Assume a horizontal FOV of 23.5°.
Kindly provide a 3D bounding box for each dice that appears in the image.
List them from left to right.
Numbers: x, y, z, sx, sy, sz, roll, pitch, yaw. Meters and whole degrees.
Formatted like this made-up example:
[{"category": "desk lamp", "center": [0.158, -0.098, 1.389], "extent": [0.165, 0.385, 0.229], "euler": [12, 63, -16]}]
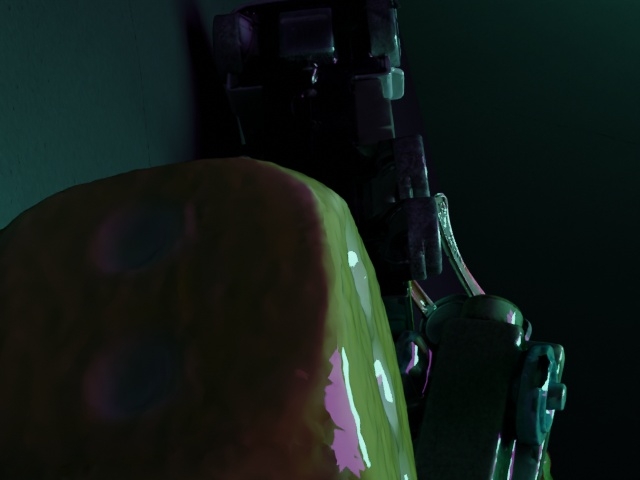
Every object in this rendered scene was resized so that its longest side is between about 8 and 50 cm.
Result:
[{"category": "dice", "center": [-0.053, 0.079, 0.666], "extent": [0.166, 0.169, 0.169], "euler": [66, 15, -49]}]

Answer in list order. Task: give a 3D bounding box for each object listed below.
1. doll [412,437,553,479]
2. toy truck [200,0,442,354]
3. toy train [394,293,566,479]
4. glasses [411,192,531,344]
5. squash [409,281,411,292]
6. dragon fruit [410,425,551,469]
[{"category": "doll", "center": [0.147, 0.322, 1.568], "extent": [0.198, 0.186, 0.322], "euler": [32, 57, -34]}, {"category": "toy truck", "center": [-0.003, -0.031, 1.183], "extent": [0.178, 0.176, 0.363], "euler": [81, 5, -51]}, {"category": "toy train", "center": [0.097, 0.194, 1.033], "extent": [0.194, 0.120, 0.298], "euler": [65, 36, -57]}, {"category": "glasses", "center": [0.146, 0.053, 2.064], "extent": [0.268, 0.118, 0.234], "euler": [52, -13, -26]}, {"category": "squash", "center": [0.031, 0.068, 1.386], "extent": [0.219, 0.041, 0.219], "euler": [5, 90, -68]}, {"category": "dragon fruit", "center": [0.187, 0.293, 1.793], "extent": [0.218, 0.198, 0.273], "euler": [109, -36, -54]}]
